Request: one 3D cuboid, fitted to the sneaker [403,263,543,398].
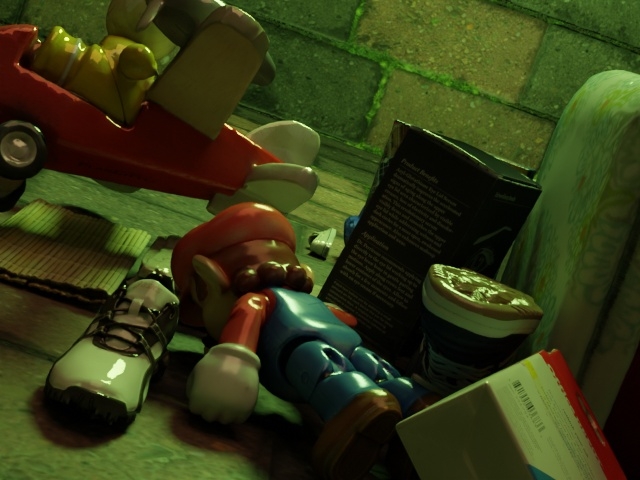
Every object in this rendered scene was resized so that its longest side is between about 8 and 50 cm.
[{"bbox_3d":[0.119,0.107,1.091,0.099,0.153,0.282,26,4,11],"label":"sneaker"}]

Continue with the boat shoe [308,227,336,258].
[{"bbox_3d":[0.000,0.000,1.818,0.035,0.035,0.100,22,17,-1],"label":"boat shoe"}]

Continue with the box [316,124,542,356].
[{"bbox_3d":[0.112,0.003,1.261,0.108,0.207,0.153,33,11,24],"label":"box"}]

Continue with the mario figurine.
[{"bbox_3d":[-0.033,0.105,1.072,0.320,0.170,0.198,44,-12,43],"label":"mario figurine"}]

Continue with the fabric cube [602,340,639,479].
[{"bbox_3d":[0.412,0.093,1.256,0.258,0.254,0.259,17,37,-4],"label":"fabric cube"}]

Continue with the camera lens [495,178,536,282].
[{"bbox_3d":[0.287,0.030,1.662,0.219,0.219,0.274,24,11,25],"label":"camera lens"}]

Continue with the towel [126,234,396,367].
[{"bbox_3d":[-0.056,0.070,1.306,0.282,0.049,0.187,20,11,-2],"label":"towel"}]

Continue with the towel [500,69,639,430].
[{"bbox_3d":[0.256,0.023,1.215,0.090,0.375,0.320,17,12,-3],"label":"towel"}]

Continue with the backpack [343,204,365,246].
[{"bbox_3d":[0.086,0.003,1.798,0.101,0.098,0.120,-11,14,-4],"label":"backpack"}]

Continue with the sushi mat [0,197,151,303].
[{"bbox_3d":[-0.268,0.006,1.305,0.151,0.019,0.316,17,10,-4],"label":"sushi mat"}]

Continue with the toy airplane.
[{"bbox_3d":[-0.174,-0.149,1.362,0.386,0.273,0.384,-4,-19,22],"label":"toy airplane"}]

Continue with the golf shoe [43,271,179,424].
[{"bbox_3d":[-0.155,0.075,0.961,0.077,0.094,0.198,20,12,-2],"label":"golf shoe"}]

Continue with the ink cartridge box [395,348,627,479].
[{"bbox_3d":[0.152,0.163,0.933,0.134,0.078,0.231,64,21,9],"label":"ink cartridge box"}]

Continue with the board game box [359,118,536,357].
[{"bbox_3d":[0.121,0.006,1.405,0.165,0.243,0.042,23,10,18],"label":"board game box"}]
